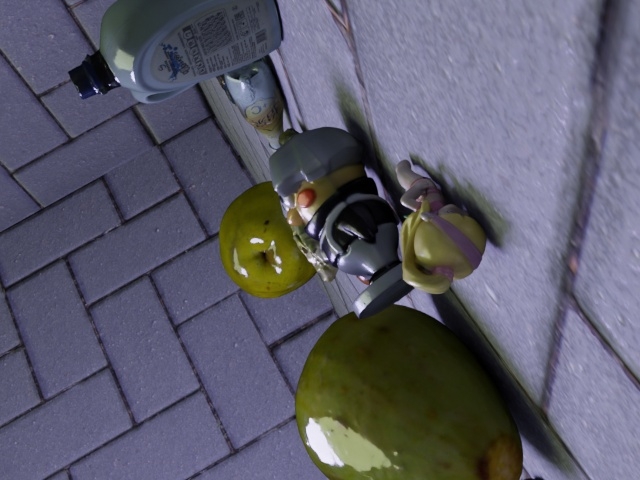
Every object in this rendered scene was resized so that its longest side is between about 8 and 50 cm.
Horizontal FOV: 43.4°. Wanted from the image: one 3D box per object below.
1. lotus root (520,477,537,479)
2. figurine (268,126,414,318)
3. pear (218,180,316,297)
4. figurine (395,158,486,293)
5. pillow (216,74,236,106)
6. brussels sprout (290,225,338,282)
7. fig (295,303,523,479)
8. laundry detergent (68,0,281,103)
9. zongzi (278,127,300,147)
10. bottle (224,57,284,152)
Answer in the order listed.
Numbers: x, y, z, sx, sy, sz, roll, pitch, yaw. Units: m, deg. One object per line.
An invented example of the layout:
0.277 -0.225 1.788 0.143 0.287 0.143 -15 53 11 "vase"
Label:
0.298 0.352 1.124 0.083 0.030 0.037 85 -174 -72 "lotus root"
0.033 -0.029 1.011 0.236 0.133 0.176 55 172 14 "figurine"
-0.115 -0.003 1.956 0.294 0.294 0.294 59 175 8 "pear"
0.100 -0.015 0.759 0.187 0.083 0.083 -109 -6 -56 "figurine"
-0.300 -0.502 2.241 0.255 0.034 0.189 59 175 9 "pillow"
0.003 -0.001 1.695 0.181 0.100 0.139 56 178 37 "brussels sprout"
0.116 0.232 1.046 0.326 0.258 0.258 32 155 52 "fig"
-0.195 -0.261 1.075 0.105 0.280 0.215 58 175 14 "laundry detergent"
-0.021 -0.144 1.426 0.104 0.052 0.113 54 166 -30 "zongzi"
-0.105 -0.238 1.463 0.083 0.083 0.269 58 175 28 "bottle"
